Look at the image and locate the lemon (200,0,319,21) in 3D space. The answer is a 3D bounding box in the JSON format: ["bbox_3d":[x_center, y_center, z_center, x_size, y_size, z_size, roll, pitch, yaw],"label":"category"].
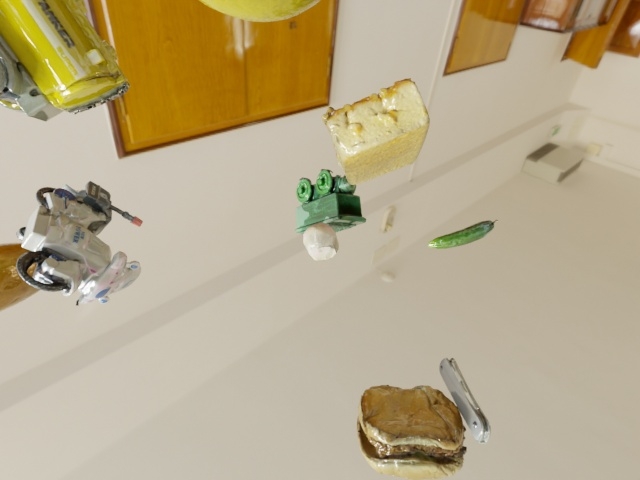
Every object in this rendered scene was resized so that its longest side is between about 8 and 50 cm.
[{"bbox_3d":[-0.102,-0.420,0.535,0.219,0.240,0.240,-13,-140,-12],"label":"lemon"}]

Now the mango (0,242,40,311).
[{"bbox_3d":[-0.548,0.065,0.687,0.109,0.147,0.227,48,-139,4],"label":"mango"}]

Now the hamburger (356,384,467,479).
[{"bbox_3d":[0.238,0.499,1.064,0.284,0.144,0.259,-1,-167,7],"label":"hamburger"}]

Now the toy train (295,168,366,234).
[{"bbox_3d":[0.024,-0.131,1.391,0.145,0.201,0.266,3,168,-40],"label":"toy train"}]

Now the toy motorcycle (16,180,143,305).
[{"bbox_3d":[-0.336,0.004,0.575,0.150,0.102,0.221,31,-158,-42],"label":"toy motorcycle"}]

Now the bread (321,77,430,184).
[{"bbox_3d":[0.115,-0.212,0.844,0.185,0.275,0.114,-20,-98,7],"label":"bread"}]

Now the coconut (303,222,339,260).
[{"bbox_3d":[0.000,0.000,1.233,0.110,0.124,0.110,-12,-127,16],"label":"coconut"}]

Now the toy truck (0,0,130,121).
[{"bbox_3d":[-0.267,-0.205,0.326,0.114,0.226,0.098,-33,-162,-10],"label":"toy truck"}]

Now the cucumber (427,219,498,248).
[{"bbox_3d":[0.318,-0.011,0.886,0.168,0.039,0.039,-18,-140,-2],"label":"cucumber"}]

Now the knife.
[{"bbox_3d":[0.386,0.414,1.084,0.041,0.073,0.265,7,-156,-8],"label":"knife"}]
